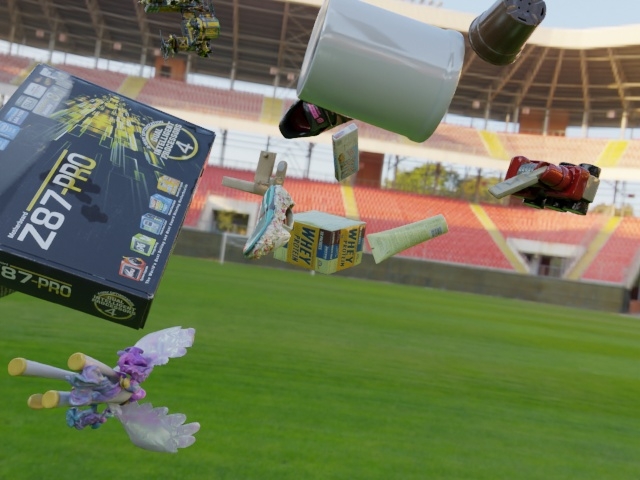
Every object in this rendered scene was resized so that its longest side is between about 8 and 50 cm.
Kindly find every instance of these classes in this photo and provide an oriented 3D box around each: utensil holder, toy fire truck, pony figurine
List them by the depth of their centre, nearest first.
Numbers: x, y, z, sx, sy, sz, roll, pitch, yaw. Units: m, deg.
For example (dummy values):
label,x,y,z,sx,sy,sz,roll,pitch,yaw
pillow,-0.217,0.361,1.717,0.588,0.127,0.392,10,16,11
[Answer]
label,x,y,z,sx,sy,sz,roll,pitch,yaw
pony figurine,-0.489,0.348,1.537,0.351,0.302,0.363,-9,-22,24
toy fire truck,0.506,-0.141,1.552,0.247,0.158,0.217,20,1,-26
utensil holder,0.157,-0.488,1.821,0.386,0.327,0.327,16,-3,-10

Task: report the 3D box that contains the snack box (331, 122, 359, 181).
label,x,y,z,sx,sy,sz,roll,pitch,yaw
snack box,0.062,-0.210,1.566,0.064,0.022,0.178,-32,-25,-12

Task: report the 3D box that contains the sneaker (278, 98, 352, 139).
label,x,y,z,sx,sy,sz,roll,pitch,yaw
sneaker,0.048,-0.454,2.194,0.483,0.185,0.202,-24,16,41

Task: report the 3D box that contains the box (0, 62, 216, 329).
label,x,y,z,sx,sy,sz,roll,pitch,yaw
box,-0.361,-0.083,0.997,0.319,0.394,0.097,20,-45,-9

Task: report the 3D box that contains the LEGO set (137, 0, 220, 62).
label,x,y,z,sx,sy,sz,roll,pitch,yaw
LEGO set,-0.469,-0.750,2.061,0.192,0.331,0.255,-12,6,-29

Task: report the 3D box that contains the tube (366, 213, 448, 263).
label,x,y,z,sx,sy,sz,roll,pitch,yaw
tube,0.265,-0.014,1.955,0.240,0.070,0.062,-20,-38,-4

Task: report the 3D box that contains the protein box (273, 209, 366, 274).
label,x,y,z,sx,sy,sz,roll,pitch,yaw
protein box,0.000,0.000,1.981,0.201,0.135,0.200,16,17,32

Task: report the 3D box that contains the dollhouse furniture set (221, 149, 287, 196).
label,x,y,z,sx,sy,sz,roll,pitch,yaw
dollhouse furniture set,-0.164,-0.184,1.688,0.144,0.123,0.151,15,2,36

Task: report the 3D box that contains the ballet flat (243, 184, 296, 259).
label,x,y,z,sx,sy,sz,roll,pitch,yaw
ballet flat,-0.093,-0.033,1.322,0.077,0.091,0.241,35,35,-16

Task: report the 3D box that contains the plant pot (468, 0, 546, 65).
label,x,y,z,sx,sy,sz,roll,pitch,yaw
plant pot,0.510,-0.587,1.738,0.167,0.166,0.165,8,-17,-11

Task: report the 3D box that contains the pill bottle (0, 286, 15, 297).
label,x,y,z,sx,sy,sz,roll,pitch,yaw
pill bottle,-0.480,0.012,1.012,0.131,0.130,0.246,6,25,44
